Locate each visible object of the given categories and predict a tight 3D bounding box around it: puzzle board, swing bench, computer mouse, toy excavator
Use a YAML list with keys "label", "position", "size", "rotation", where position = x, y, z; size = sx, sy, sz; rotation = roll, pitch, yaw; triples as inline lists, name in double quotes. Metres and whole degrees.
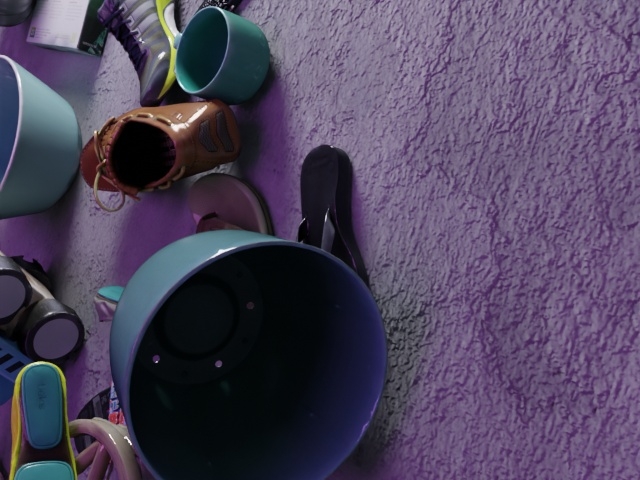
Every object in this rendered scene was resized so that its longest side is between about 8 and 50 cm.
- label: "puzzle board"
  position: [-0.277, 0.253, 1.335]
  size: [0.096, 0.011, 0.128]
  rotation: [-23, 55, 31]
- label: "swing bench"
  position: [-0.211, 0.323, 1.153]
  size: [0.255, 0.253, 0.165]
  rotation: [-55, 47, 21]
- label: "computer mouse"
  position: [-0.258, 0.268, 1.362]
  size: [0.262, 0.060, 0.184]
  rotation: [-44, 47, 16]
- label: "toy excavator"
  position: [-0.621, 0.241, 1.599]
  size: [0.445, 0.433, 0.222]
  rotation: [-45, 46, -7]

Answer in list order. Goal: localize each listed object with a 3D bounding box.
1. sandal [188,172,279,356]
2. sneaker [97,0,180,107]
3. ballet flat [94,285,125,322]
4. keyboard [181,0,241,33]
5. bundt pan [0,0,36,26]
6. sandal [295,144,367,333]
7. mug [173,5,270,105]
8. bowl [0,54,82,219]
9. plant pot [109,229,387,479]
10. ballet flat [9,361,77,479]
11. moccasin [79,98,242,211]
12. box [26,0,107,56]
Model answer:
- label: "sandal"
  position: [-0.122, 0.023, 1.254]
  size: [0.120, 0.086, 0.303]
  rotation: [-44, 52, 30]
- label: "sneaker"
  position: [-0.302, -0.342, 1.496]
  size: [0.111, 0.121, 0.300]
  rotation: [-44, 50, 45]
- label: "ballet flat"
  position: [-0.282, 0.117, 1.424]
  size: [0.213, 0.072, 0.068]
  rotation: [8, 109, 49]
- label: "keyboard"
  position: [-0.166, -0.366, 1.432]
  size: [0.192, 0.038, 0.100]
  rotation: [-47, 51, 29]
- label: "bundt pan"
  position: [-0.611, -0.577, 1.829]
  size: [0.331, 0.124, 0.331]
  rotation: [-166, 90, -72]
- label: "sandal"
  position: [-0.001, 0.000, 1.156]
  size: [0.097, 0.054, 0.255]
  rotation: [-25, 63, 40]
- label: "mug"
  position: [-0.140, -0.273, 1.337]
  size: [0.129, 0.097, 0.158]
  rotation: [-44, 52, 31]
- label: "bowl"
  position: [-0.559, -0.172, 1.703]
  size: [0.311, 0.163, 0.312]
  rotation: [-13, 72, 44]
- label: "plant pot"
  position: [-0.108, 0.120, 1.043]
  size: [0.235, 0.293, 0.293]
  rotation: [25, 99, 61]
- label: "ballet flat"
  position: [-0.325, 0.256, 1.061]
  size: [0.077, 0.077, 0.231]
  rotation: [131, 137, -55]
- label: "moccasin"
  position: [-0.275, -0.125, 1.387]
  size: [0.380, 0.147, 0.139]
  rotation: [4, 111, 50]
- label: "box"
  position: [-0.457, -0.522, 1.762]
  size: [0.232, 0.058, 0.322]
  rotation: [19, 96, 47]
